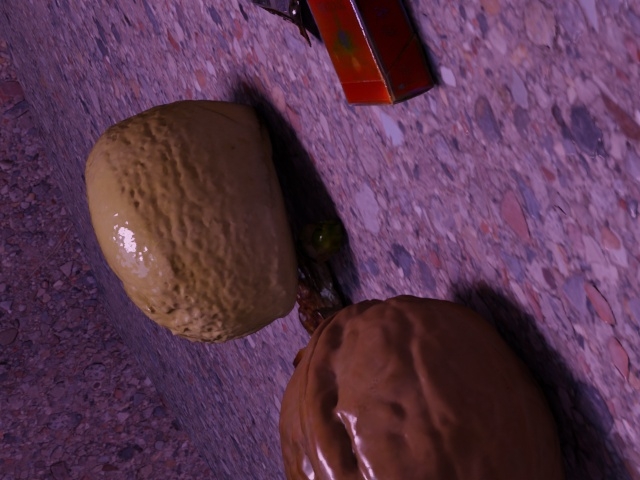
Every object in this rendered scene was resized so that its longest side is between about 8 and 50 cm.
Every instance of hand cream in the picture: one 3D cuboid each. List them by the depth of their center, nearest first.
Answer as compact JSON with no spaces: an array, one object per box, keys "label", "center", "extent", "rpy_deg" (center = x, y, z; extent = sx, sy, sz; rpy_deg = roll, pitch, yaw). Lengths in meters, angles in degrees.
[{"label":"hand cream","center":[-0.055,-0.261,1.547],"extent":[0.163,0.039,0.062],"rpy_deg":[39,150,44]}]

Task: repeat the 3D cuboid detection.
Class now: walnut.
[{"label":"walnut","center":[0.093,0.199,1.413],"extent":[0.277,0.252,0.313],"rpy_deg":[101,150,-66]}]

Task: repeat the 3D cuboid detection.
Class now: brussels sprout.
[{"label":"brussels sprout","center":[0.001,0.001,1.765],"extent":[0.051,0.046,0.083],"rpy_deg":[65,164,-3]}]

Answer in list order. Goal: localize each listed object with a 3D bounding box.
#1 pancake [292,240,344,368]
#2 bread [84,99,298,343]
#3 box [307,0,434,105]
[{"label":"pancake","center":[-0.001,0.117,1.944],"extent":[0.212,0.056,0.257],"rpy_deg":[41,153,54]},{"label":"bread","center":[-0.159,-0.025,1.818],"extent":[0.320,0.237,0.321],"rpy_deg":[-13,-90,-89]},{"label":"box","center":[0.033,-0.209,1.309],"extent":[0.175,0.048,0.112],"rpy_deg":[67,163,-13]}]
